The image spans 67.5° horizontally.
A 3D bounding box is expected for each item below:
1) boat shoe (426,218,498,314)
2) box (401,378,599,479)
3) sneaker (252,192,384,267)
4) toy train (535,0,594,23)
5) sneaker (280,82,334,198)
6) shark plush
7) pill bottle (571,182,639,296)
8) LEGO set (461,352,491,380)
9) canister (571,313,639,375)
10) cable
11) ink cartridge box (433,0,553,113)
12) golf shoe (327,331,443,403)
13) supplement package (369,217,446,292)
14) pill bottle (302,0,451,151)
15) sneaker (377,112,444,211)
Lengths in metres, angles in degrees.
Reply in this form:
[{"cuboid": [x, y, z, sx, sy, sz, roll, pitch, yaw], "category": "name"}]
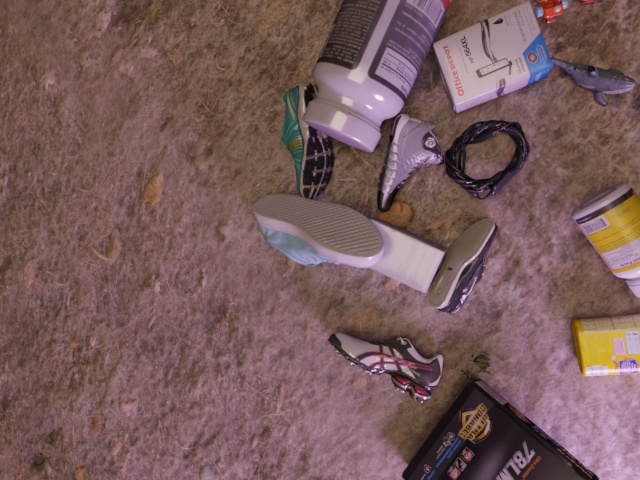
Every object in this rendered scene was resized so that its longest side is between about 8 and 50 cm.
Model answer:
[{"cuboid": [0.329, 0.059, 1.078, 0.079, 0.084, 0.233, 27, 95, -25], "category": "boat shoe"}, {"cuboid": [0.369, 0.509, 1.032, 0.293, 0.073, 0.295, 41, 105, 36], "category": "box"}, {"cuboid": [0.000, 0.000, 1.107, 0.366, 0.135, 0.150, 26, 144, 39], "category": "sneaker"}, {"cuboid": [0.507, -0.480, 0.964, 0.167, 0.125, 0.046, -16, 126, 8], "category": "toy train"}, {"cuboid": [-0.038, -0.237, 1.162, 0.110, 0.107, 0.275, 0, 94, 41], "category": "sneaker"}, {"cuboid": [0.554, -0.346, 0.975, 0.161, 0.067, 0.073, 40, 104, 11], "category": "shark plush"}, {"cuboid": [0.613, 0.000, 0.954, 0.119, 0.119, 0.208, -35, 84, 16], "category": "pill bottle"}, {"cuboid": [0.362, 0.285, 1.102, 0.083, 0.023, 0.054, -32, 82, 30], "category": "LEGO set"}, {"cuboid": [0.623, 0.214, 0.989, 0.170, 0.073, 0.126, -9, 91, 19], "category": "canister"}, {"cuboid": [0.367, -0.190, 1.057, 0.150, 0.047, 0.184, 43, 95, 18], "category": "cable"}, {"cuboid": [0.361, -0.384, 1.022, 0.203, 0.086, 0.148, -20, 87, 16], "category": "ink cartridge box"}, {"cuboid": [0.153, 0.271, 1.134, 0.273, 0.105, 0.120, 26, 85, 8], "category": "golf shoe"}, {"cuboid": [0.181, 0.030, 1.093, 0.179, 0.105, 0.105, 25, 101, 13], "category": "supplement package"}, {"cuboid": [0.110, -0.391, 1.024, 0.210, 0.210, 0.362, 27, 97, 14], "category": "pill bottle"}, {"cuboid": [0.210, -0.163, 1.088, 0.132, 0.086, 0.228, 10, 111, -2], "category": "sneaker"}]
